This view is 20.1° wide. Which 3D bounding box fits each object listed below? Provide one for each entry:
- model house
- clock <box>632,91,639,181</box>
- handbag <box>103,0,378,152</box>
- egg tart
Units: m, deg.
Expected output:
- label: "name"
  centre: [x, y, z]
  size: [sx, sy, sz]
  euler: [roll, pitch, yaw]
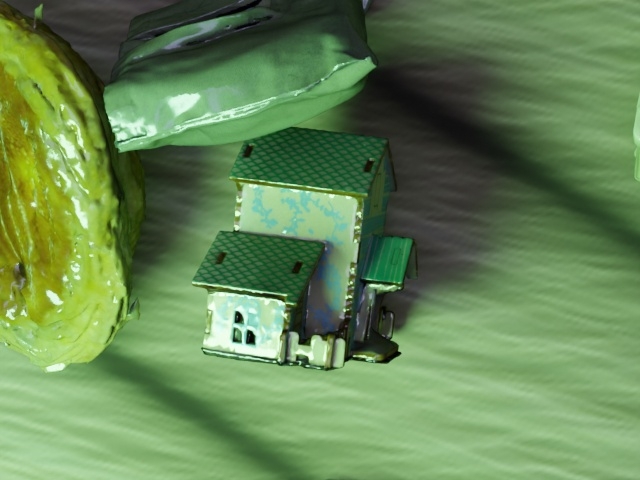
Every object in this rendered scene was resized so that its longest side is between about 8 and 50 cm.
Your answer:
- label: "model house"
  centre: [0.000, 0.000, 1.660]
  size: [0.178, 0.271, 0.206]
  euler: [6, 95, 16]
- label: "clock"
  centre: [0.479, -0.115, 1.631]
  size: [0.379, 0.276, 0.120]
  euler: [12, 59, 10]
- label: "handbag"
  centre: [-0.066, -0.170, 1.673]
  size: [0.253, 0.316, 0.109]
  euler: [-13, 113, 7]
- label: "egg tart"
  centre: [-0.272, -0.081, 1.714]
  size: [0.351, 0.153, 0.339]
  euler: [37, 132, 30]
